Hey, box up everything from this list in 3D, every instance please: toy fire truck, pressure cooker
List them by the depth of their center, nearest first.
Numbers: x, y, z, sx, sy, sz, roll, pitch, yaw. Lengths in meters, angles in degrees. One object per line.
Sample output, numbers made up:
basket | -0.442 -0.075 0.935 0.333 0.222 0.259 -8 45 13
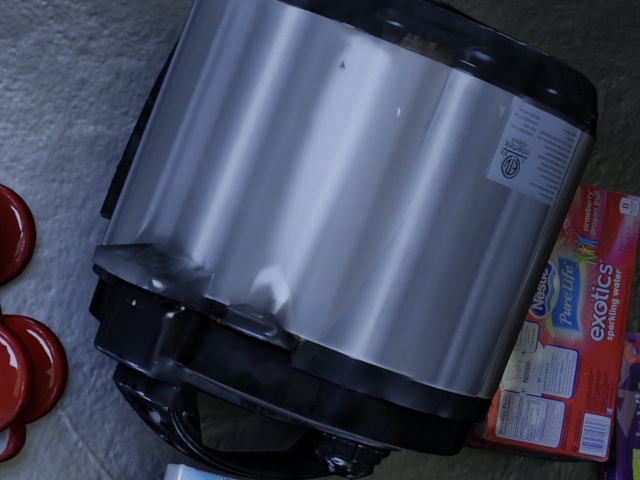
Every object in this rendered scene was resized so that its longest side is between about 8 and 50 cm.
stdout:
pressure cooker | 0.003 0.001 1.538 0.369 0.375 0.420 20 92 -7
toy fire truck | -0.369 0.068 1.562 0.253 0.169 0.302 -14 88 4

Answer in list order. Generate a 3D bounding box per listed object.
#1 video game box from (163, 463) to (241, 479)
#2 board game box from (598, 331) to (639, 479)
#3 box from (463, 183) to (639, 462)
video game box | -0.064 0.310 1.551 0.187 0.048 0.205 18 79 -21
board game box | 0.443 0.200 1.820 0.346 0.056 0.208 4 87 -15
box | 0.209 0.075 1.728 0.128 0.122 0.257 11 80 -15
